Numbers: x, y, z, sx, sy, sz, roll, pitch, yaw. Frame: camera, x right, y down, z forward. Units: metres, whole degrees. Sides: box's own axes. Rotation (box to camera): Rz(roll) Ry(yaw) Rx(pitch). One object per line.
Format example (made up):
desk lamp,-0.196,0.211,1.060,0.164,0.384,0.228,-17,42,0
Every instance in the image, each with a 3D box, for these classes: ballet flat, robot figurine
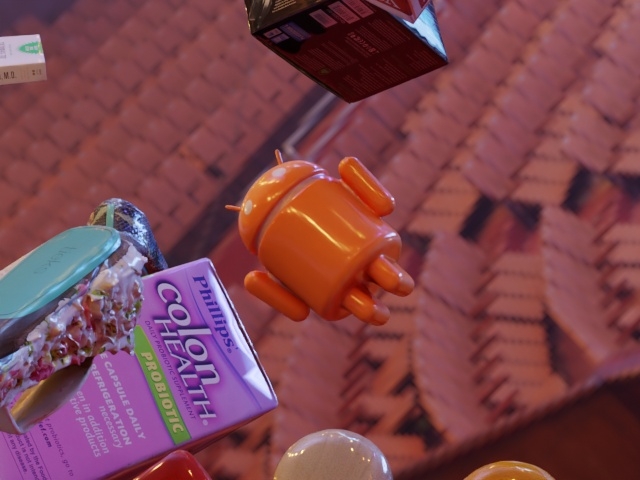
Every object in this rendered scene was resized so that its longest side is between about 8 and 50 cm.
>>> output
ballet flat,-0.168,0.070,0.862,0.091,0.077,0.241,12,30,38
ballet flat,-0.155,0.012,1.451,0.070,0.070,0.188,-45,-11,-13
robot figurine,-0.001,0.001,1.915,0.128,0.219,0.158,-30,-26,-42

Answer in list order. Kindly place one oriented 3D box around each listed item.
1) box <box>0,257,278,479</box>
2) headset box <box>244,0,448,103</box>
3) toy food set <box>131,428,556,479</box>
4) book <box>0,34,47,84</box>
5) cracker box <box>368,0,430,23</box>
box,-0.194,0.129,1.175,0.243,0.117,0.213,-19,-11,-47
headset box,0.007,-0.329,1.904,0.131,0.283,0.246,-20,-21,21
toy food set,-0.031,0.145,0.574,0.232,0.111,0.104,-36,-30,-14
book,-0.327,-0.159,1.622,0.144,0.035,0.096,-7,21,-10
cracker box,-0.005,-0.247,1.130,0.067,0.156,0.232,-56,-23,-10
